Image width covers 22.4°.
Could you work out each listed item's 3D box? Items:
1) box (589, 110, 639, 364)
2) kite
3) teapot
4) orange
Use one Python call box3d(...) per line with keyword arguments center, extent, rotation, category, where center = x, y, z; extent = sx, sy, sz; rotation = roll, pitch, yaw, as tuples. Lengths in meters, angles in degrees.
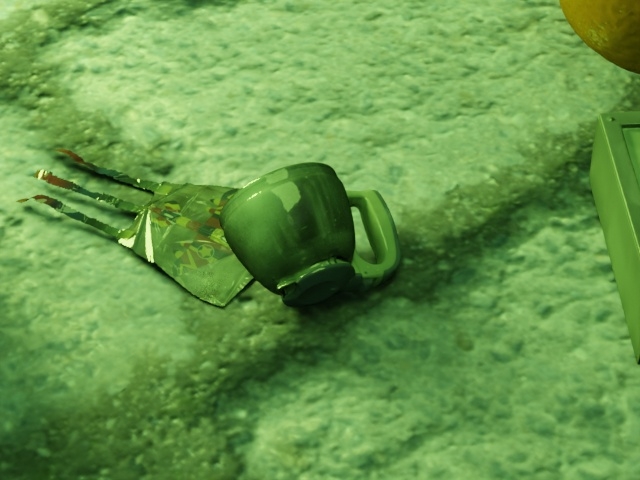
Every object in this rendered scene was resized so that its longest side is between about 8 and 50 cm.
box3d(center=(0.317, -0.010, 1.381), extent=(0.130, 0.086, 0.225), rotation=(-4, 46, -2), category="box")
box3d(center=(-0.152, -0.024, 1.451), extent=(0.245, 0.015, 0.141), rotation=(19, 48, 16), category="kite")
box3d(center=(-0.009, 0.005, 1.381), extent=(0.111, 0.149, 0.108), rotation=(-33, 66, 22), category="teapot")
box3d(center=(0.329, -0.259, 1.541), extent=(0.219, 0.193, 0.219), rotation=(3, 70, -9), category="orange")
